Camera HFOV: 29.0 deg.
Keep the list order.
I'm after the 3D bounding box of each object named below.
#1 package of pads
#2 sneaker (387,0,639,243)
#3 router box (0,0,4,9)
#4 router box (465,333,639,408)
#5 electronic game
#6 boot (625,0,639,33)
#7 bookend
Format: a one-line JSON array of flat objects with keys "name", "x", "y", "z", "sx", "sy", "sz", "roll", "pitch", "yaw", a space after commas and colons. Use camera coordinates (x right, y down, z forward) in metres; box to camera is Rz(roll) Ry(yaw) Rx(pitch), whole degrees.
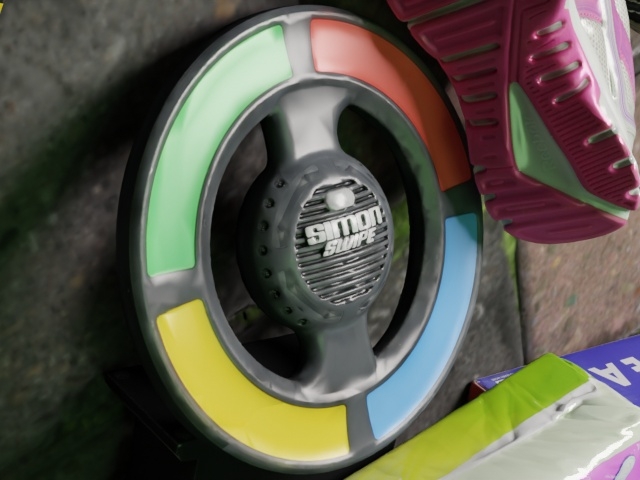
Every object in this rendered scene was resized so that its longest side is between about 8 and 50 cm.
[{"name": "package of pads", "x": 0.064, "y": 0.231, "z": 0.708, "sx": 0.296, "sy": 0.101, "sz": 0.229, "roll": -25, "pitch": 125, "yaw": -30}, {"name": "sneaker", "x": 0.100, "y": -0.126, "z": 0.643, "sx": 0.111, "sy": 0.103, "sz": 0.252, "roll": -66, "pitch": 141, "yaw": -53}, {"name": "router box", "x": -0.211, "y": -0.066, "z": 0.427, "sx": 0.179, "sy": 0.046, "sz": 0.133, "roll": 8, "pitch": 109, "yaw": -45}, {"name": "router box", "x": 0.228, "y": 0.225, "z": 0.986, "sx": 0.335, "sy": 0.082, "sz": 0.301, "roll": -8, "pitch": 120, "yaw": -39}, {"name": "electronic game", "x": 0.000, "y": 0.000, "z": 0.609, "sx": 0.229, "sy": 0.048, "sz": 0.229, "roll": -2, "pitch": 93, "yaw": -41}, {"name": "boot", "x": 0.190, "y": -0.245, "z": 0.652, "sx": 0.178, "sy": 0.085, "sz": 0.236, "roll": 28, "pitch": 89, "yaw": -46}, {"name": "bookend", "x": -0.044, "y": 0.142, "z": 0.691, "sx": 0.156, "sy": 0.072, "sz": 0.157, "roll": -9, "pitch": 121, "yaw": -39}]
